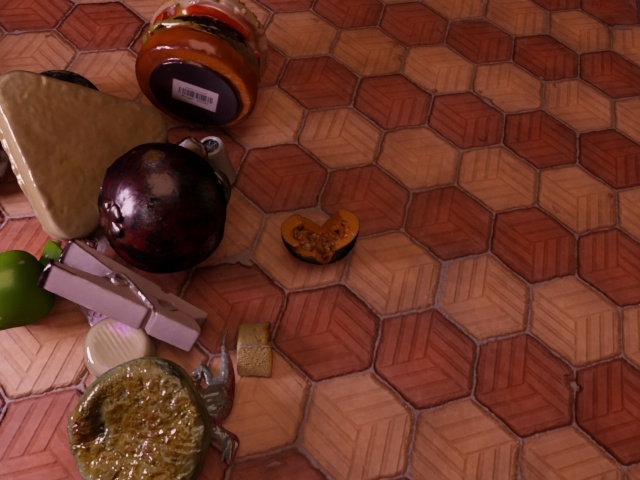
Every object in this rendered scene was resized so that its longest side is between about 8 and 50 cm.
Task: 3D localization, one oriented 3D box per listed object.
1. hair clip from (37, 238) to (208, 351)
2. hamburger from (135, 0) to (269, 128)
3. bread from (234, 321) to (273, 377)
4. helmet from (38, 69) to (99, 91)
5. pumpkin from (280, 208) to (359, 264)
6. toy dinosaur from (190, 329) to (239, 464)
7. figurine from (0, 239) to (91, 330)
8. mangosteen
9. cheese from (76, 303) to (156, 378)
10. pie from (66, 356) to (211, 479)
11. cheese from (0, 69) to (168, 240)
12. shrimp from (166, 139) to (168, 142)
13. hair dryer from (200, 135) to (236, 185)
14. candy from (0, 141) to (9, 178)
[{"bbox_3d":[-0.397,0.119,1.165,0.330,0.085,0.101,31,21,-13],"label":"hair clip"},{"bbox_3d":[-0.300,-0.468,1.467,0.329,0.330,0.250,13,63,0],"label":"hamburger"},{"bbox_3d":[-0.146,0.233,1.229,0.084,0.080,0.109,1,23,-8],"label":"bread"},{"bbox_3d":[-0.653,-0.309,1.397,0.230,0.160,0.279,17,65,-5],"label":"helmet"},{"bbox_3d":[0.000,0.000,1.343,0.183,0.108,0.119,-3,51,-1],"label":"pumpkin"},{"bbox_3d":[-0.205,0.307,1.154,0.167,0.053,0.242,22,57,4],"label":"toy dinosaur"},{"bbox_3d":[-0.601,0.084,1.186,0.263,0.143,0.162,-30,102,-37],"label":"figurine"},{"bbox_3d":[-0.334,-0.073,1.243,0.310,0.311,0.312,4,58,-6],"label":"mangosteen"},{"bbox_3d":[-0.440,0.199,1.180,0.137,0.064,0.227,-31,68,-28],"label":"cheese"},{"bbox_3d":[-0.335,0.360,1.063,0.276,0.078,0.277,0,80,0],"label":"pie"},{"bbox_3d":[-0.575,-0.233,1.281,0.383,0.104,0.385,2,86,-37],"label":"cheese"},{"bbox_3d":[-0.482,-0.279,1.490,0.160,0.034,0.091,26,59,8],"label":"shrimp"},{"bbox_3d":[-0.337,-0.210,1.428,0.236,0.131,0.073,12,59,15],"label":"hair dryer"},{"bbox_3d":[-0.824,-0.231,1.321,0.214,0.157,0.290,-25,62,14],"label":"candy"}]
